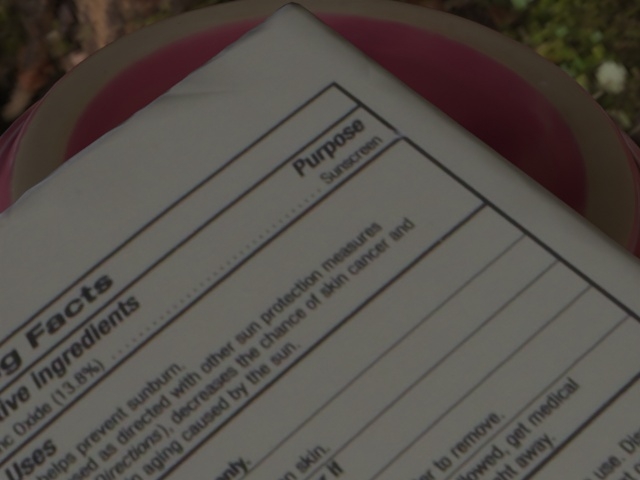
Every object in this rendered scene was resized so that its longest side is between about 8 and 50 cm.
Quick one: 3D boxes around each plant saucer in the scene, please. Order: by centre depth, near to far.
[{"bbox_3d":[0.000,0.000,0.673,0.332,0.332,0.084,36,142,32],"label":"plant saucer"}]

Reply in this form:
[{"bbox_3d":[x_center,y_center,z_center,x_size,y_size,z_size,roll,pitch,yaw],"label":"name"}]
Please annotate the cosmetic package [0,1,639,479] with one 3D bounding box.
[{"bbox_3d":[0.047,0.101,0.348,0.296,0.153,0.129,42,162,29],"label":"cosmetic package"}]
